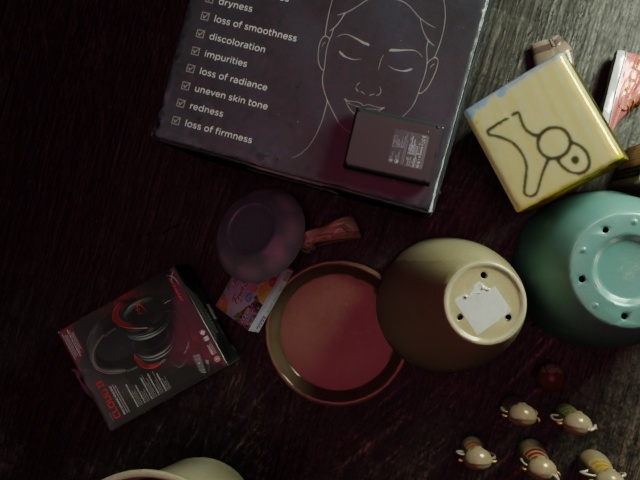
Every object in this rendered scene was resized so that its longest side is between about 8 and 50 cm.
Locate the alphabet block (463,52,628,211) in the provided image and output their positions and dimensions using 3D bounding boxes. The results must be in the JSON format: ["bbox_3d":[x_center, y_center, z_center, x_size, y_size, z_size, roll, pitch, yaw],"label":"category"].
[{"bbox_3d":[0.390,-0.178,1.234,0.192,0.193,0.197,-30,81,26],"label":"alphabet block"}]

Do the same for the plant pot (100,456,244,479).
[{"bbox_3d":[-0.253,0.530,1.265,0.334,0.305,0.333,0,88,7],"label":"plant pot"}]

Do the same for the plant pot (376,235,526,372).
[{"bbox_3d":[0.240,0.108,1.210,0.257,0.274,0.256,0,85,-4],"label":"plant pot"}]

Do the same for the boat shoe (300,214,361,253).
[{"bbox_3d":[0.001,0.000,1.376,0.153,0.056,0.048,-22,81,-1],"label":"boat shoe"}]

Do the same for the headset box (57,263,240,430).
[{"bbox_3d":[-0.338,0.209,1.383,0.293,0.110,0.218,-29,86,5],"label":"headset box"}]

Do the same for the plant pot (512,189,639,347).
[{"bbox_3d":[0.490,0.048,1.222,0.293,0.235,0.292,0,88,8],"label":"plant pot"}]

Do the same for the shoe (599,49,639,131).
[{"bbox_3d":[0.558,-0.255,1.307,0.081,0.063,0.177,15,87,11],"label":"shoe"}]

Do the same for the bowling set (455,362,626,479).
[{"bbox_3d":[0.387,0.321,1.267,0.287,0.154,0.199,3,89,7],"label":"bowling set"}]

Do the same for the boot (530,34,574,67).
[{"bbox_3d":[0.415,-0.328,1.343,0.119,0.042,0.086,-24,79,5],"label":"boot"}]

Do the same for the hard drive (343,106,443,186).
[{"bbox_3d":[0.110,-0.143,1.091,0.135,0.022,0.094,13,91,6],"label":"hard drive"}]

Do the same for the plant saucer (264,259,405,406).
[{"bbox_3d":[0.033,0.176,1.373,0.278,0.041,0.277,0,88,8],"label":"plant saucer"}]

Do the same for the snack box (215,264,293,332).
[{"bbox_3d":[-0.127,0.091,1.378,0.100,0.037,0.141,31,92,35],"label":"snack box"}]

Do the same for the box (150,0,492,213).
[{"bbox_3d":[0.025,-0.325,1.259,0.480,0.297,0.471,16,92,6],"label":"box"}]

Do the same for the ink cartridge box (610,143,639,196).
[{"bbox_3d":[0.641,-0.085,1.226,0.235,0.193,0.088,26,94,8],"label":"ink cartridge box"}]

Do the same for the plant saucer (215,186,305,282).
[{"bbox_3d":[-0.124,-0.017,1.362,0.195,0.037,0.194,-9,68,23],"label":"plant saucer"}]
